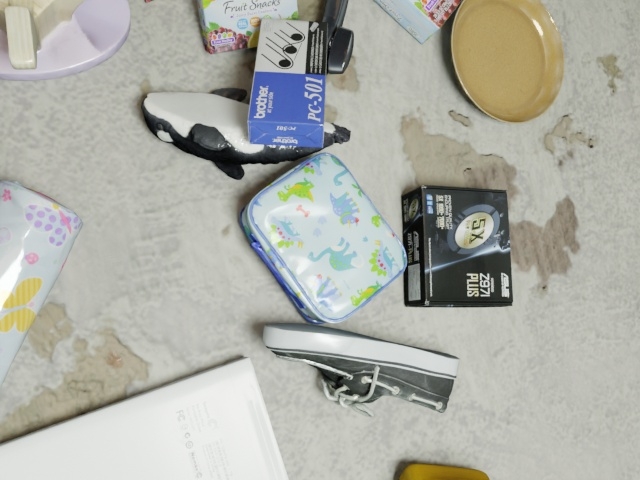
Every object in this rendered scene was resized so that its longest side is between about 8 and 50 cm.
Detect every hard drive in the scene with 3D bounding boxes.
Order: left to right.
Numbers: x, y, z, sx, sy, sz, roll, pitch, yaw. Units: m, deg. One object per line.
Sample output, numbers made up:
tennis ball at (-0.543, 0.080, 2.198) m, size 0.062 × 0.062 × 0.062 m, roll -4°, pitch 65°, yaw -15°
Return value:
hard drive at (-0.225, 0.320, 0.799) m, size 0.353 × 0.047 × 0.233 m, roll -17°, pitch 88°, yaw -19°

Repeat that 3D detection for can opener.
can opener at (0.022, -0.340, 0.958) m, size 0.073 × 0.059 × 0.186 m, roll 10°, pitch 81°, yaw 2°

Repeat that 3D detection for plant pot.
plant pot at (0.308, -0.310, 1.039) m, size 0.236 × 0.032 × 0.236 m, roll 1°, pitch 87°, yaw -24°

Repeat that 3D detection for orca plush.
orca plush at (-0.106, -0.141, 0.891) m, size 0.287 × 0.102 × 0.151 m, roll -2°, pitch 43°, yaw -17°

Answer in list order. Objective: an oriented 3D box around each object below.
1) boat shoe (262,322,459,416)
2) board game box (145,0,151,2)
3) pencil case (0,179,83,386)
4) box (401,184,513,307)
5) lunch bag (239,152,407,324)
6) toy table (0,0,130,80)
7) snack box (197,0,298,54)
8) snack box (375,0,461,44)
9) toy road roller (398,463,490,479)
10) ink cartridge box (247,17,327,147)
boat shoe at (0.056, 0.185, 0.870) m, size 0.306 × 0.113 × 0.105 m, roll 16°, pitch 84°, yaw -30°
board game box at (-0.169, -0.474, 0.938) m, size 0.281 × 0.027 × 0.145 m, roll -29°, pitch 90°, yaw -18°
pencil case at (-0.397, 0.064, 0.750) m, size 0.124 × 0.113 × 0.273 m, roll 16°, pitch 75°, yaw 31°
box at (0.208, 0.013, 0.954) m, size 0.147 × 0.077 × 0.180 m, roll 3°, pitch 81°, yaw -17°
lunch bag at (0.000, 0.000, 0.888) m, size 0.176 × 0.090 × 0.219 m, roll -38°, pitch 94°, yaw -19°
toy table at (-0.382, -0.311, 0.783) m, size 0.274 × 0.161 × 0.252 m, roll -19°, pitch 88°, yaw -19°
snack box at (-0.105, -0.336, 0.907) m, size 0.141 × 0.037 × 0.100 m, roll -17°, pitch 122°, yaw -18°
snack box at (0.171, -0.458, 1.014) m, size 0.174 × 0.070 × 0.207 m, roll 40°, pitch 72°, yaw -8°
toy road roller at (0.177, 0.463, 0.846) m, size 0.202 × 0.241 × 0.330 m, roll 12°, pitch 116°, yaw -15°
ink cartridge box at (-0.040, -0.218, 0.844) m, size 0.097 × 0.046 × 0.207 m, roll 3°, pitch 56°, yaw -1°
